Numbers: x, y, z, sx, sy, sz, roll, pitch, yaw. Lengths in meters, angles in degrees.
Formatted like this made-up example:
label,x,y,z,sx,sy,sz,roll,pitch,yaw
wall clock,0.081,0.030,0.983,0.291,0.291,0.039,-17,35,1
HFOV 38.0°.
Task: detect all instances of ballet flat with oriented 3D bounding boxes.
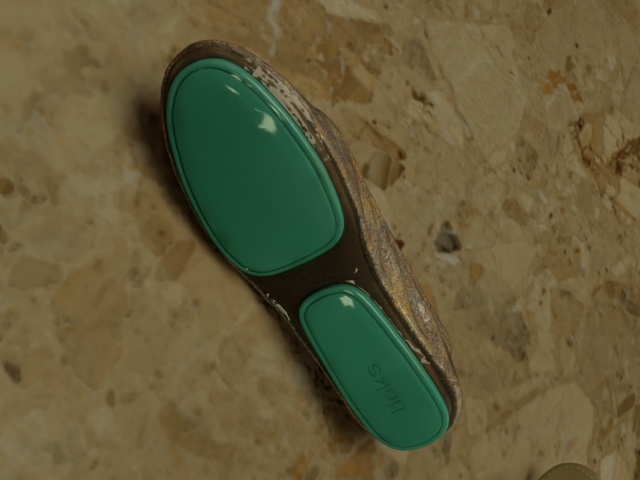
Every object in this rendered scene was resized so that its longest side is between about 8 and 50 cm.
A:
label,x,y,z,sx,sy,sz,roll,pitch,yaw
ballet flat,0.000,0.000,0.621,0.316,0.108,0.106,62,24,-22

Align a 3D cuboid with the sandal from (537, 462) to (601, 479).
label,x,y,z,sx,sy,sz,roll,pitch,yaw
sandal,0.152,0.246,0.705,0.079,0.088,0.240,56,51,-28
